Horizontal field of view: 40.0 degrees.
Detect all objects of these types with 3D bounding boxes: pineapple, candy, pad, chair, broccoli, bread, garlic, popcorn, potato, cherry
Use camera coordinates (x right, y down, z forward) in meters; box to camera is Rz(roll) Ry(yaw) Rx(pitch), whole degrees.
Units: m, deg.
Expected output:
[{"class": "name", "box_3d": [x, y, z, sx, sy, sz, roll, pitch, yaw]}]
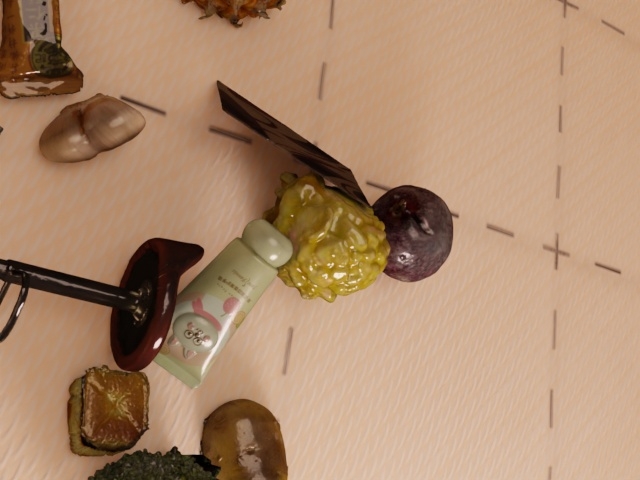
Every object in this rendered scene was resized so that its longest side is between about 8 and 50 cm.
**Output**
[{"class": "pineapple", "box_3d": [-0.166, -0.509, 1.670, 0.236, 0.114, 0.186, 4, 77, -30]}, {"class": "candy", "box_3d": [-0.469, -0.365, 1.443, 0.143, 0.101, 0.271, -5, 88, -27]}, {"class": "pad", "box_3d": [-0.050, -0.181, 1.627, 0.330, 0.220, 0.004, 32, 105, -22]}, {"class": "chair", "box_3d": [-0.373, 0.066, 1.326, 0.401, 0.226, 0.227, 16, 70, -31]}, {"class": "broccoli", "box_3d": [-0.233, 0.451, 1.363, 0.263, 0.247, 0.243, 6, 110, 6]}, {"class": "bread", "box_3d": [-0.333, 0.271, 1.397, 0.128, 0.069, 0.140, 6, 72, -33]}, {"class": "garlic", "box_3d": [-0.378, -0.178, 1.451, 0.174, 0.124, 0.099, -28, 112, -9]}, {"class": "popcorn", "box_3d": [0.000, 0.000, 1.600, 0.259, 0.259, 0.212, 23, 103, -28]}, {"class": "potato", "box_3d": [-0.120, 0.371, 1.511, 0.164, 0.081, 0.200, -14, 85, -34]}, {"class": "cherry", "box_3d": [0.175, -0.007, 1.740, 0.195, 0.195, 0.195, 9, 74, -32]}]

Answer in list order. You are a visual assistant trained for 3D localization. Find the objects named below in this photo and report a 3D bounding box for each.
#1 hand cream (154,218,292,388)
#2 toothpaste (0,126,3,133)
[{"class": "hand cream", "box_3d": [-0.172, 0.098, 1.490, 0.147, 0.093, 0.306, 40, 93, -19]}, {"class": "toothpaste", "box_3d": [-0.604, -0.223, 1.352, 0.239, 0.039, 0.062, 33, 58, -21]}]
